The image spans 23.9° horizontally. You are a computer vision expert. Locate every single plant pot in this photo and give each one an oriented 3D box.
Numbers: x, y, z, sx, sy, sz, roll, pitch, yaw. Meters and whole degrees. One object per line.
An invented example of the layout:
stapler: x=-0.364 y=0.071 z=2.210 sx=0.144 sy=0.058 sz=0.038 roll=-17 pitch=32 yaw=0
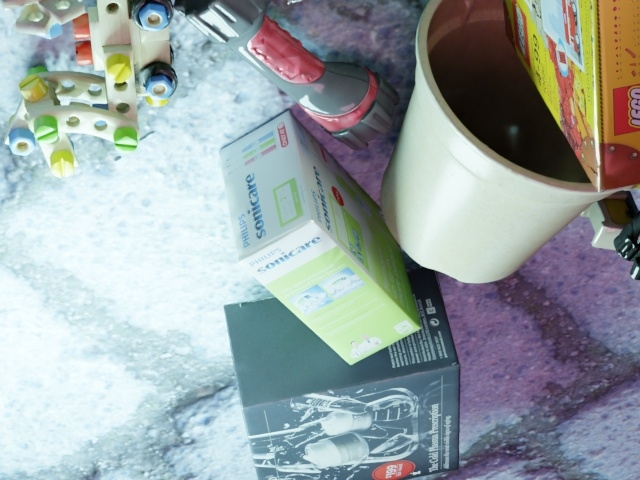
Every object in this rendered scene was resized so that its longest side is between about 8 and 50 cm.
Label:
plant pot: x=0.223 y=-0.116 z=1.888 sx=0.334 sy=0.333 sz=0.305 roll=4 pitch=146 yaw=-19

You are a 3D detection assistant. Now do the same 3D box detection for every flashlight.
flashlight: x=-0.031 y=-0.225 z=1.836 sx=0.103 sy=0.103 sz=0.304 roll=-51 pitch=129 yaw=2

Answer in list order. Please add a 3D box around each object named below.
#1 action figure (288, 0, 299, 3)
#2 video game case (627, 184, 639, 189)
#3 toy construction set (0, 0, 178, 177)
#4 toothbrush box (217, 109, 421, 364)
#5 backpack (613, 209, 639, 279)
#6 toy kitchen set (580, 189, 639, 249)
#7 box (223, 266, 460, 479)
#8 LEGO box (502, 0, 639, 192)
action figure: x=0.017 y=-0.377 z=1.638 sx=0.099 sy=0.185 sz=0.285 roll=17 pitch=124 yaw=-11
video game case: x=0.375 y=-0.154 z=2.069 sx=0.206 sy=0.026 sz=0.227 roll=-3 pitch=136 yaw=-11
toy construction set: x=-0.276 y=-0.219 z=1.756 sx=0.215 sy=0.151 sz=0.327 roll=-6 pitch=148 yaw=-8
toothbrush box: x=0.000 y=0.000 z=2.003 sx=0.122 sy=0.206 sz=0.283 roll=-30 pitch=135 yaw=18
backpack: x=0.521 y=-0.062 z=1.856 sx=0.213 sy=0.263 sz=0.276 roll=30 pitch=107 yaw=9
toy kitchen set: x=0.424 y=-0.112 z=1.982 sx=0.122 sy=0.166 sz=0.207 roll=2 pitch=135 yaw=-16
box: x=0.038 y=0.224 z=2.242 sx=0.313 sy=0.179 sz=0.343 roll=-10 pitch=146 yaw=-2
LEGO box: x=0.301 y=-0.363 z=1.494 sx=0.193 sy=0.372 sz=0.500 roll=-12 pitch=124 yaw=-3
